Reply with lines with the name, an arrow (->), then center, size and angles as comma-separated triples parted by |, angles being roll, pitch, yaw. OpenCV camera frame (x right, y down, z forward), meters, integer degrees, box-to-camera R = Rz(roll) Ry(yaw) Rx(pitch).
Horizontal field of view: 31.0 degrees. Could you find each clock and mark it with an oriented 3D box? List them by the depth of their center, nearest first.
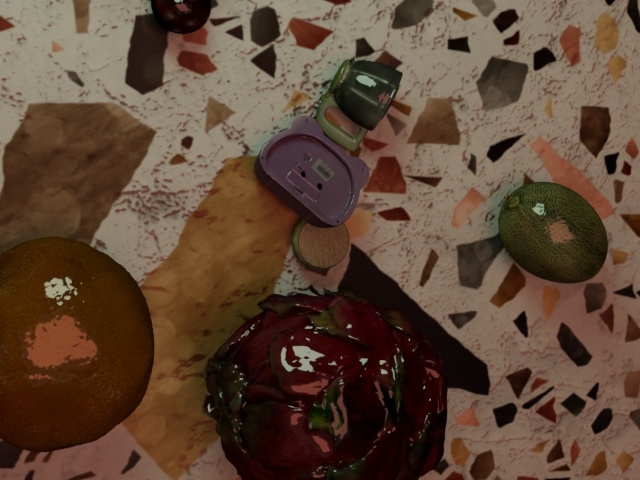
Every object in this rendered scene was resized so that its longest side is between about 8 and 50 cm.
clock -> -0.012, -0.093, 1.598 | 0.153, 0.050, 0.110 | 41, 71, -9

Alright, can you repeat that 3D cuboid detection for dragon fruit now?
dragon fruit -> 0.015, 0.215, 1.533 | 0.329, 0.329, 0.329 | -3, 99, -20

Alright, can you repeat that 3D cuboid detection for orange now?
orange -> -0.328, 0.133, 1.428 | 0.264, 0.264, 0.264 | -3, 99, -20

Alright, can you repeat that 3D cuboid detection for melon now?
melon -> 0.340, -0.015, 1.707 | 0.192, 0.139, 0.139 | 35, 85, -19

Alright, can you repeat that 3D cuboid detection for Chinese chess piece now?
Chinese chess piece -> 0.000, 0.000, 1.641 | 0.084, 0.034, 0.084 | -2, 96, -19

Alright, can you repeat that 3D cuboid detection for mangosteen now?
mangosteen -> -0.181, -0.309, 1.506 | 0.081, 0.081, 0.080 | -3, 99, -20

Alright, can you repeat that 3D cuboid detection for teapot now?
teapot -> 0.050, -0.197, 1.604 | 0.091, 0.092, 0.124 | 28, 81, -5
